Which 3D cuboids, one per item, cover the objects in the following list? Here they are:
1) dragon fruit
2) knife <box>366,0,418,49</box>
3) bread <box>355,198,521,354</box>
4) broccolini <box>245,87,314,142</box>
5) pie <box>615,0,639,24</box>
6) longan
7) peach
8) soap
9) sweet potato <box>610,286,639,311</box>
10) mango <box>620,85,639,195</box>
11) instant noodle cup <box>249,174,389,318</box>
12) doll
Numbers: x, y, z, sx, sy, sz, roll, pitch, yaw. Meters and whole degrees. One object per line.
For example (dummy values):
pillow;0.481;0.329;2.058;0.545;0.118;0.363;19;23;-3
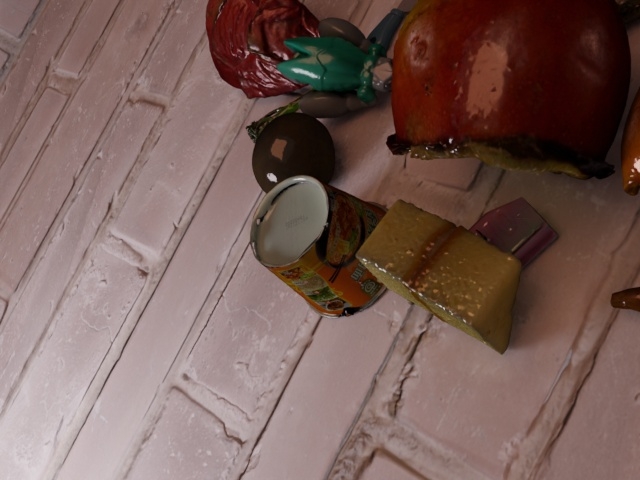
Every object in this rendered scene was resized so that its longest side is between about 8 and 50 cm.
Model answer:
dragon fruit;-0.072;-0.460;1.845;0.330;0.302;0.240;27;54;31
knife;0.175;-0.472;1.720;0.244;0.032;0.058;-52;41;1
bread;0.177;0.056;1.308;0.266;0.141;0.178;28;113;41
broccolini;-0.057;-0.266;1.797;0.216;0.067;0.058;-28;54;16
pie;0.466;-0.416;1.390;0.193;0.079;0.163;28;79;46
longan;-0.053;-0.163;1.660;0.167;0.167;0.187;-30;29;26
peach;0.265;-0.225;1.235;0.338;0.353;0.417;1;48;2
soap;0.281;0.005;1.338;0.149;0.056;0.100;-44;43;14
sweet potato;0.505;0.082;1.096;0.264;0.057;0.057;-5;64;40
mango;0.534;-0.190;1.141;0.201;0.199;0.350;26;71;18
instant noodle cup;0.000;0.000;1.500;0.230;0.182;0.230;-20;55;32
doll;0.043;-0.316;1.673;0.258;0.153;0.195;42;90;19
